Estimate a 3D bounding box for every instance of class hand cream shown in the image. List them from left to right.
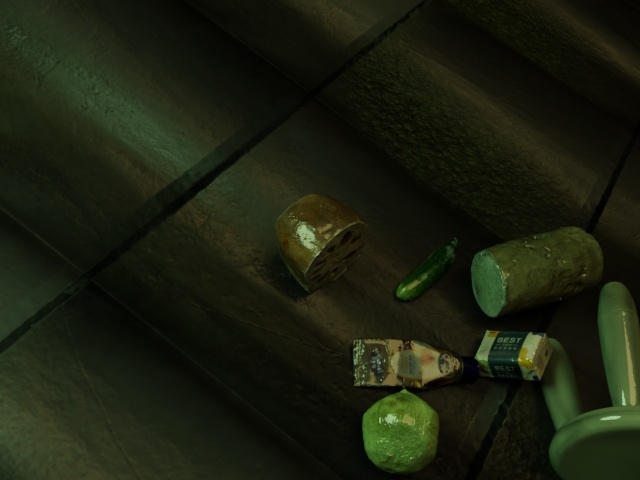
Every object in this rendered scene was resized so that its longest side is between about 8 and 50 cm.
[{"bbox_3d":[0.120,0.157,0.855,0.163,0.039,0.062,7,69,-16],"label":"hand cream"}]

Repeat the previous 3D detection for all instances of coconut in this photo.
[{"bbox_3d":[0.092,0.214,0.772,0.088,0.088,0.096,13,57,-14],"label":"coconut"}]

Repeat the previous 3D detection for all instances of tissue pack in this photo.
[{"bbox_3d":[0.249,0.149,0.884,0.062,0.083,0.042,-51,123,-39],"label":"tissue pack"}]

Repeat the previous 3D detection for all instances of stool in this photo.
[{"bbox_3d":[0.381,0.196,0.842,0.195,0.195,0.199,22,44,-6],"label":"stool"}]

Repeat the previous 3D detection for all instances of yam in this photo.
[{"bbox_3d":[0.299,0.045,0.967,0.194,0.107,0.107,-11,61,-28],"label":"yam"}]

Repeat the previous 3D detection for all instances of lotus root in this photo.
[{"bbox_3d":[0.003,-0.002,0.870,0.112,0.122,0.081,-35,66,-12],"label":"lotus root"}]

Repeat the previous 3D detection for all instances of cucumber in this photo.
[{"bbox_3d":[0.159,0.040,0.957,0.037,0.037,0.155,43,51,11],"label":"cucumber"}]
